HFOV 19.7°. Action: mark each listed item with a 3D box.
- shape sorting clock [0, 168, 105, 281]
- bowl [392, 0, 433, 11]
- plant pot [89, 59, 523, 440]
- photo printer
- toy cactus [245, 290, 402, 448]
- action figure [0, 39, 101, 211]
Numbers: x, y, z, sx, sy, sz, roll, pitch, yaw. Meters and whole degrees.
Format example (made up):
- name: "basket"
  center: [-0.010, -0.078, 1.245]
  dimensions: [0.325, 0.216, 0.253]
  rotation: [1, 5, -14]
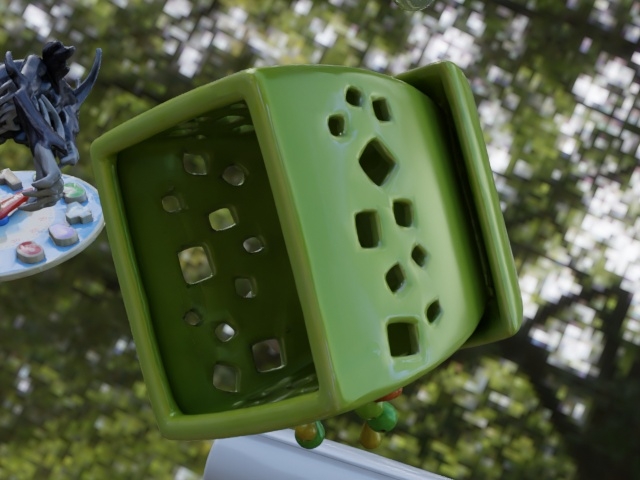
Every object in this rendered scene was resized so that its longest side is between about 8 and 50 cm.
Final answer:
- name: "shape sorting clock"
  center: [-0.306, -0.017, 1.751]
  dimensions: [0.206, 0.206, 0.040]
  rotation: [13, -57, 35]
- name: "bowl"
  center: [0.015, -0.303, 1.195]
  dimensions: [0.134, 0.298, 0.298]
  rotation: [4, -15, -11]
- name: "plant pot"
  center: [0.000, 0.000, 1.272]
  dimensions: [0.207, 0.227, 0.228]
  rotation: [-14, -1, -37]
- name: "photo printer"
  center: [0.055, 0.288, 2.010]
  dimensions: [0.307, 0.107, 0.256]
  rotation: [15, -5, 21]
- name: "toy cactus"
  center: [0.010, 0.101, 1.700]
  dimensions: [0.180, 0.112, 0.219]
  rotation: [41, -35, 7]
- name: "action figure"
  center: [-0.273, -0.067, 1.451]
  dimensions: [0.164, 0.275, 0.141]
  rotation: [-33, -100, 52]
